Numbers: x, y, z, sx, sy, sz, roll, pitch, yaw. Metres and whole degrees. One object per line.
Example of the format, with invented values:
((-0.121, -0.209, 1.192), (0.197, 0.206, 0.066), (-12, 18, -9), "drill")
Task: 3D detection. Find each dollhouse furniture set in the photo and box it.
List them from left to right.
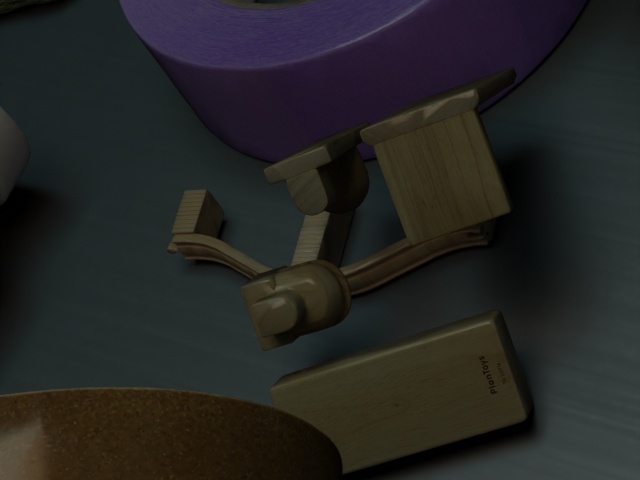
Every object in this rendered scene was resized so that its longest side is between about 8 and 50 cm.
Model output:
((0.044, 0.014, 0.882), (0.144, 0.151, 0.123), (-19, 6, 17), "dollhouse furniture set")

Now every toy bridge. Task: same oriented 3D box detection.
((0.000, 0.000, 0.947), (0.188, 0.026, 0.063), (-3, 54, 27), "toy bridge")

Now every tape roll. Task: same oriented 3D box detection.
((0.021, -0.177, 1.036), (0.275, 0.090, 0.275), (-16, 49, 19), "tape roll")

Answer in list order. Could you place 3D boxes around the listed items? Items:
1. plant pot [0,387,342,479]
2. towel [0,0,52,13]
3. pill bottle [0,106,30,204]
((-0.094, 0.218, 0.703), (0.237, 0.237, 0.254), (-17, 61, 18), "plant pot")
((-0.227, -0.194, 1.239), (0.148, 0.027, 0.110), (-12, 49, 24), "towel")
((-0.265, 0.016, 1.015), (0.131, 0.131, 0.229), (10, 60, 36), "pill bottle")
